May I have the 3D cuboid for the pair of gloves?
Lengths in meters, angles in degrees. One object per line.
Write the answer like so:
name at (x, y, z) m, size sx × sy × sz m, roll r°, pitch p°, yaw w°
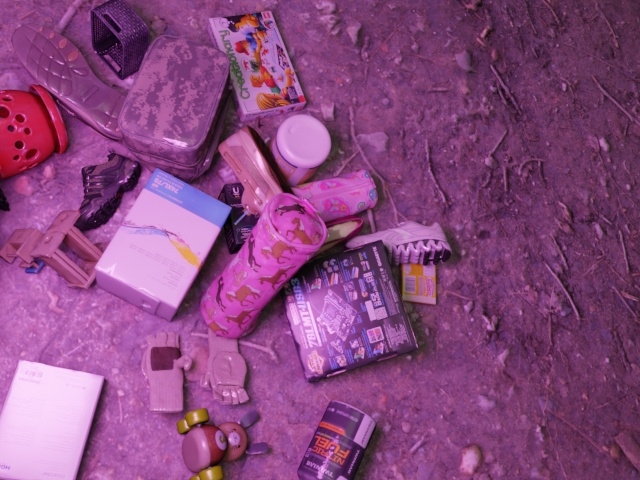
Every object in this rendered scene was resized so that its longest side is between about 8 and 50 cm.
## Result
pair of gloves at (-0.294, 0.300, 1.366) m, size 0.240 × 0.042 × 0.204 m, roll -2°, pitch 51°, yaw -26°

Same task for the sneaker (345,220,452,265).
sneaker at (0.211, 0.005, 1.622) m, size 0.292 × 0.110 × 0.118 m, roll 0°, pitch 57°, yaw -5°

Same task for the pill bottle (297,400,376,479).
pill bottle at (0.029, 0.521, 1.393) m, size 0.130 × 0.130 × 0.246 m, roll 32°, pitch 66°, yaw -8°

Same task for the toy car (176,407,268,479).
toy car at (-0.211, 0.457, 1.331) m, size 0.188 × 0.149 × 0.155 m, roll -6°, pitch 66°, yaw -33°

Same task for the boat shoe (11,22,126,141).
boat shoe at (-0.607, -0.367, 1.436) m, size 0.355 × 0.130 × 0.132 m, roll 46°, pitch 62°, yaw -9°

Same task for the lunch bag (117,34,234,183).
lunch bag at (-0.343, -0.311, 1.446) m, size 0.212 × 0.256 × 0.305 m, roll 15°, pitch 70°, yaw -4°

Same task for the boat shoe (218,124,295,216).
boat shoe at (-0.135, -0.111, 1.435) m, size 0.110 × 0.121 × 0.341 m, roll -30°, pitch 81°, yaw 11°

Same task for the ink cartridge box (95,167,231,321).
ink cartridge box at (-0.367, 0.018, 1.367) m, size 0.197 × 0.198 × 0.270 m, roll 28°, pitch 66°, yaw -9°

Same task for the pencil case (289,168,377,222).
pencil case at (0.014, -0.109, 1.585) m, size 0.284 × 0.124 × 0.124 m, roll -15°, pitch 80°, yaw -24°

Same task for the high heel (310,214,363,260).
high heel at (0.000, 0.000, 1.541) m, size 0.244 × 0.117 × 0.082 m, roll -19°, pitch 84°, yaw -18°

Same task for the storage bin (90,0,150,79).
storage bin at (-0.509, -0.512, 1.487) m, size 0.122 × 0.180 × 0.084 m, roll 48°, pitch 66°, yaw -1°

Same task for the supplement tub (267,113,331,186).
supplement tub at (-0.068, -0.228, 1.547) m, size 0.144 × 0.199 × 0.144 m, roll 6°, pitch 72°, yaw -19°

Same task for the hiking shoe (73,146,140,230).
hiking shoe at (-0.543, -0.123, 1.424) m, size 0.114 × 0.086 × 0.227 m, roll 29°, pitch 61°, yaw 6°

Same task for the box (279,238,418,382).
box at (0.062, 0.178, 1.487) m, size 0.293 × 0.073 × 0.296 m, roll -18°, pitch 78°, yaw 1°

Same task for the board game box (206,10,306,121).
board game box at (-0.184, -0.501, 1.669) m, size 0.193 × 0.053 × 0.305 m, roll -17°, pitch 80°, yaw -23°

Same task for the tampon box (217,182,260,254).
tampon box at (-0.185, -0.060, 1.508) m, size 0.120 × 0.101 × 0.161 m, roll -8°, pitch 76°, yaw -22°

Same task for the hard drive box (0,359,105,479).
hard drive box at (-0.580, 0.388, 1.240) m, size 0.181 × 0.089 × 0.232 m, roll 16°, pitch 69°, yaw -14°

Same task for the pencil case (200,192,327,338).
pencil case at (-0.136, 0.066, 1.335) m, size 0.160 × 0.386 × 0.167 m, roll 12°, pitch 46°, yaw -30°

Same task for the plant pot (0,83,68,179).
plant pot at (-0.691, -0.255, 1.345) m, size 0.174 × 0.191 × 0.191 m, roll -25°, pitch 84°, yaw -31°

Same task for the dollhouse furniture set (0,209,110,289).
dollhouse furniture set at (-0.601, 0.019, 1.336) m, size 0.129 × 0.183 × 0.129 m, roll 57°, pitch 44°, yaw -42°

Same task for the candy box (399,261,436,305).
candy box at (0.278, 0.078, 1.671) m, size 0.105 × 0.027 × 0.206 m, roll 9°, pitch 71°, yaw -17°

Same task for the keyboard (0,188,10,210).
keyboard at (-0.779, -0.217, 1.277) m, size 0.033 × 0.201 × 0.317 m, roll -28°, pitch 92°, yaw -11°
